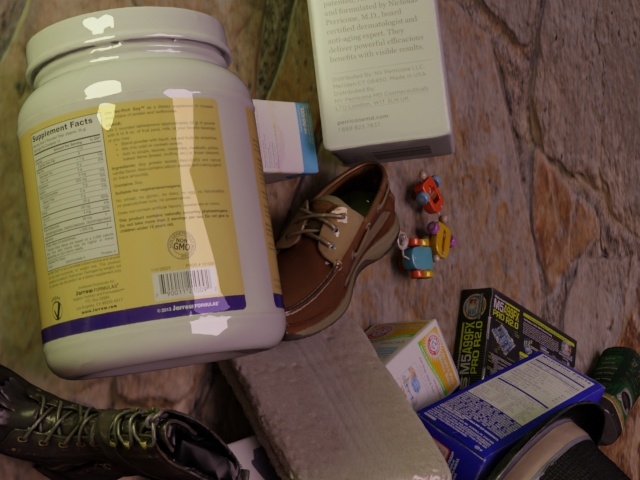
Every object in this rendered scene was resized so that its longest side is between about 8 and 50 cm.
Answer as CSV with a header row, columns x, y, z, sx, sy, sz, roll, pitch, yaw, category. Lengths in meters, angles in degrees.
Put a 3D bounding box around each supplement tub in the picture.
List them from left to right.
x,y,z,sx,sy,sz,roll,pitch,yaw,category
-0.172,-0.040,1.096,0.241,0.241,0.331,0,78,-49,supplement tub

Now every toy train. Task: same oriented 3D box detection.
x,y,z,sx,sy,sz,roll,pitch,yaw,category
0.142,-0.016,1.609,0.125,0.046,0.166,58,43,-23,toy train

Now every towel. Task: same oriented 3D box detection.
x,y,z,sx,sy,sz,roll,pitch,yaw,category
0.006,0.194,1.264,0.187,0.049,0.282,-9,46,-27,towel

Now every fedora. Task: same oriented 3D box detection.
x,y,z,sx,sy,sz,roll,pitch,yaw,category
0.296,0.365,1.369,0.334,0.152,0.334,-35,142,-32,fedora

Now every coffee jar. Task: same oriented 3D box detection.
x,y,z,sx,sy,sz,roll,pitch,yaw,category
0.512,0.276,1.948,0.184,0.079,0.096,-45,120,-44,coffee jar

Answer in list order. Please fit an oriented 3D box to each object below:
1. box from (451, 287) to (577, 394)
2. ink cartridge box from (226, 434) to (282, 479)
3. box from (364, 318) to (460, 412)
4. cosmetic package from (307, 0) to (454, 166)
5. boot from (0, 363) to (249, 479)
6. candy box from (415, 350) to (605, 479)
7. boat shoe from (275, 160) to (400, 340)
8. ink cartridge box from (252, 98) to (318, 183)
x,y,z,sx,sy,sz,roll,pitch,yaw,category
0.309,0.220,1.744,0.270,0.060,0.216,29,62,-42,box
-0.047,0.310,1.240,0.237,0.100,0.172,-10,57,-49,ink cartridge box
0.076,0.196,1.440,0.203,0.114,0.103,-36,110,-43,box
0.069,-0.335,1.424,0.230,0.161,0.453,17,67,-82,cosmetic package
-0.218,0.170,1.025,0.263,0.229,0.091,35,58,-40,boot
0.222,0.317,1.488,0.317,0.122,0.268,-14,129,-47,candy box
0.000,0.000,1.368,0.324,0.122,0.120,-49,145,-51,boat shoe
-0.087,-0.118,1.328,0.143,0.092,0.090,-2,85,-49,ink cartridge box
